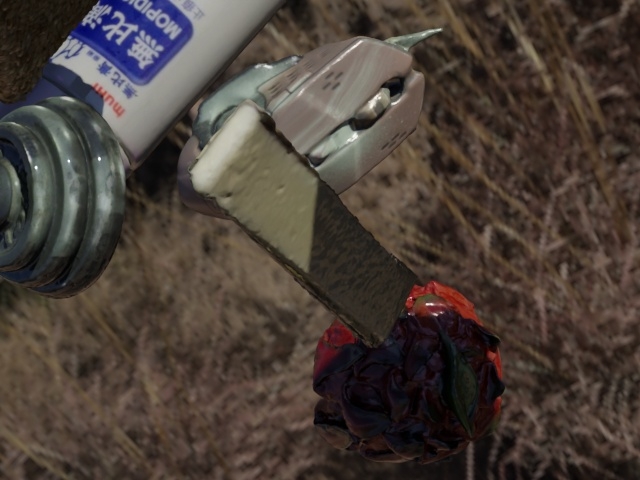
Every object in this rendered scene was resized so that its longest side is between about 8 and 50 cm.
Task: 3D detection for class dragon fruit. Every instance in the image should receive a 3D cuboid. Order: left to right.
[{"bbox_3d":[0.080,0.160,1.713,0.293,0.234,0.233,-23,35,53],"label":"dragon fruit"}]

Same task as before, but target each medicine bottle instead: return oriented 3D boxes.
[{"bbox_3d":[-0.173,-0.136,1.251,0.130,0.130,0.341,25,68,44],"label":"medicine bottle"}]

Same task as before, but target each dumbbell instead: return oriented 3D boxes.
[{"bbox_3d":[-0.206,-0.023,0.744,0.110,0.254,0.110,0,90,46],"label":"dumbbell"}]

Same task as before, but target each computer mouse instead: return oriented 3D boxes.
[{"bbox_3d":[-0.002,-0.135,1.836,0.389,0.199,0.115,-31,39,7],"label":"computer mouse"}]

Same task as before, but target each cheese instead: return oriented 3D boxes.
[{"bbox_3d":[-0.003,0.000,1.244,0.034,0.400,0.085,30,83,30],"label":"cheese"}]

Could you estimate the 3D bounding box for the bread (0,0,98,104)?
[{"bbox_3d":[-0.197,-0.207,0.933,0.110,0.234,0.184,31,80,3],"label":"bread"}]
